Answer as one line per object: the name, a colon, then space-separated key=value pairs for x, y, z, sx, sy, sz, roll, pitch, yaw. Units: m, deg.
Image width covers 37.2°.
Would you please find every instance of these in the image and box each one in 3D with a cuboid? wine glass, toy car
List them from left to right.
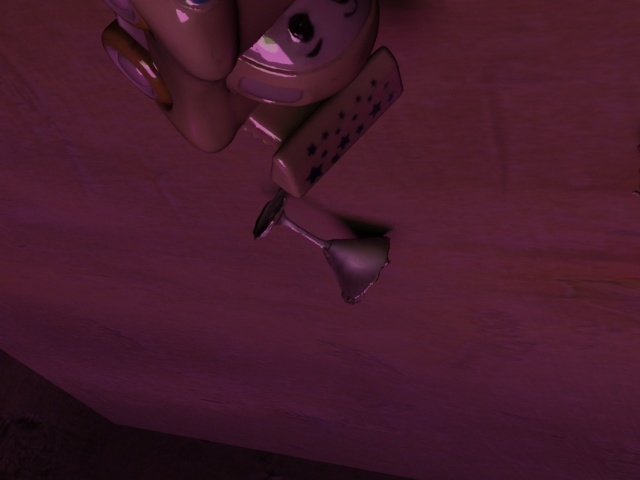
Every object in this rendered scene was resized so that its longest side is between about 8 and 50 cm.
toy car: x=-0.037 y=-0.196 z=0.780 sx=0.226 sy=0.242 sz=0.336 roll=43 pitch=167 yaw=4
wine glass: x=0.000 y=0.000 z=1.392 sx=0.183 sy=0.122 sz=0.122 roll=33 pitch=152 yaw=-17

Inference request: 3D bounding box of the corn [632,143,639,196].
corn: x=0.483 y=-0.060 z=0.944 sx=0.335 sy=0.126 sz=0.126 roll=7 pitch=152 yaw=31
